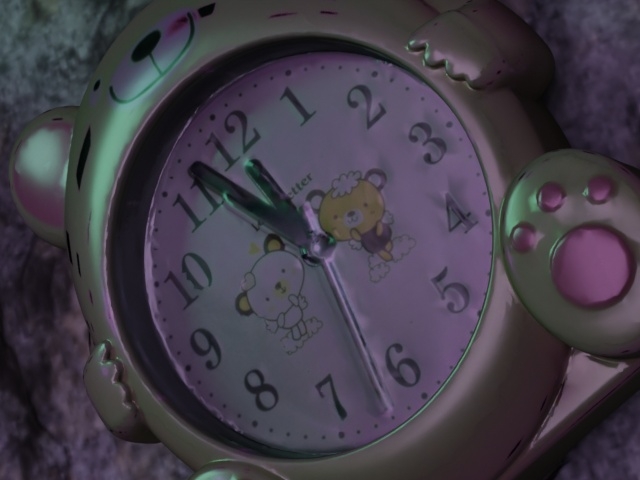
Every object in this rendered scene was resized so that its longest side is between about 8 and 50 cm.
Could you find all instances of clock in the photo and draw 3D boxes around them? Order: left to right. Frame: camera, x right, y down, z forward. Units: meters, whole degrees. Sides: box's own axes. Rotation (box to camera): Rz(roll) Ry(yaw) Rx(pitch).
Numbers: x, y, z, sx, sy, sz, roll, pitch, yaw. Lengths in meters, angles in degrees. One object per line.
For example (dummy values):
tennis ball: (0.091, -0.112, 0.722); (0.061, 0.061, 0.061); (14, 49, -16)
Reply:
clock: (0.000, 0.000, 0.724); (0.284, 0.114, 0.309); (-45, 68, 17)
